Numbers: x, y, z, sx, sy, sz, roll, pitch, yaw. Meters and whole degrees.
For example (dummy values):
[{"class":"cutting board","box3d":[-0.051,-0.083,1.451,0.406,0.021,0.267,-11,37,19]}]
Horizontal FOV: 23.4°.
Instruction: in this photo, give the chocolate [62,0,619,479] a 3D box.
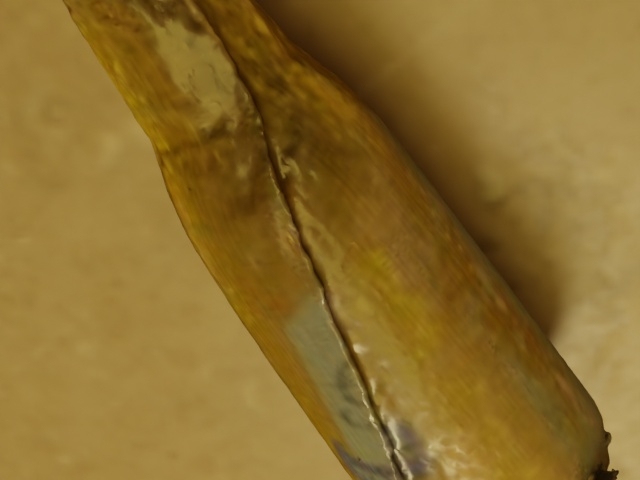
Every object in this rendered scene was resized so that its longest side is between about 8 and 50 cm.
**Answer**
[{"class":"chocolate","box3d":[0.000,0.000,0.455,0.086,0.085,0.219,-29,114,19]}]
